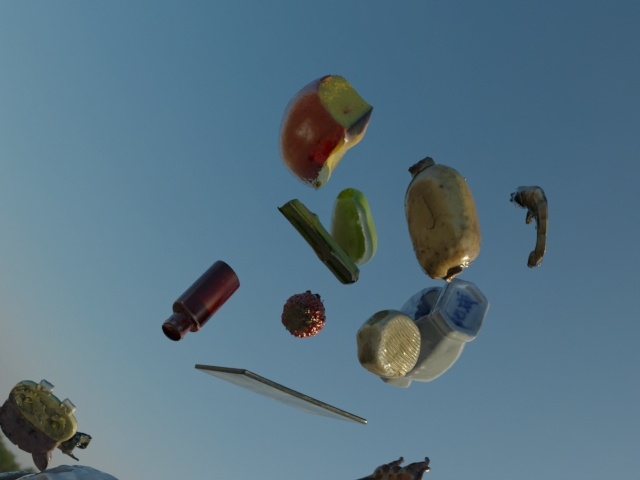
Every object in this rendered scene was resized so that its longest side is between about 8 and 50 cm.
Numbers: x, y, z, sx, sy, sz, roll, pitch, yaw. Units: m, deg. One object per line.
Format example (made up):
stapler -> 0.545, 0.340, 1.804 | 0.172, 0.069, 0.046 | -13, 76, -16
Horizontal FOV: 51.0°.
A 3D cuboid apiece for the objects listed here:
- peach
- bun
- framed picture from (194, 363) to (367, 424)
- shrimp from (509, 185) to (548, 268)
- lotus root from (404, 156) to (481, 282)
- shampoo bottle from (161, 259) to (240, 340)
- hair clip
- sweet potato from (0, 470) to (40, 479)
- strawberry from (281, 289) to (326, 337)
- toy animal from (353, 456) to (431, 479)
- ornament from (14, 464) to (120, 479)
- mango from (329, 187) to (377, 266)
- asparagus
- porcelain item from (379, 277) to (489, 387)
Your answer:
peach -> -0.007, -0.330, 2.010 | 0.242, 0.306, 0.380 | 40, -25, -4
bun -> 0.156, 0.252, 1.638 | 0.113, 0.167, 0.173 | 8, -63, 52
framed picture -> -0.096, 0.356, 1.561 | 0.347, 0.016, 0.265 | 30, -21, -28
shrimp -> 0.374, -0.026, 1.207 | 0.195, 0.035, 0.147 | -77, 160, -83
lotus root -> 0.256, -0.051, 1.443 | 0.160, 0.146, 0.284 | -34, -118, 41
shampoo bottle -> -0.313, 0.161, 1.756 | 0.064, 0.260, 0.102 | -19, -71, 38
hair clip -> -0.499, 0.330, 1.210 | 0.187, 0.146, 0.056 | 41, 15, -16
sweet potato -> -0.618, 0.573, 1.492 | 0.341, 0.092, 0.114 | 34, 29, -38
strawberry -> -0.053, 0.225, 2.021 | 0.145, 0.086, 0.145 | 1, -87, 31
toy animal -> 0.131, 0.571, 1.602 | 0.224, 0.230, 0.066 | -9, -88, 37
ornament -> -0.411, 0.518, 1.053 | 0.337, 0.337, 0.337 | 35, -36, 31
mango -> 0.095, -0.040, 1.998 | 0.293, 0.143, 0.175 | 83, -1, -49
asparagus -> -0.001, 0.000, 1.658 | 0.277, 0.067, 0.060 | 51, -17, -19
porcelain item -> 0.298, 0.265, 1.892 | 0.179, 0.242, 0.405 | 33, -37, -1
